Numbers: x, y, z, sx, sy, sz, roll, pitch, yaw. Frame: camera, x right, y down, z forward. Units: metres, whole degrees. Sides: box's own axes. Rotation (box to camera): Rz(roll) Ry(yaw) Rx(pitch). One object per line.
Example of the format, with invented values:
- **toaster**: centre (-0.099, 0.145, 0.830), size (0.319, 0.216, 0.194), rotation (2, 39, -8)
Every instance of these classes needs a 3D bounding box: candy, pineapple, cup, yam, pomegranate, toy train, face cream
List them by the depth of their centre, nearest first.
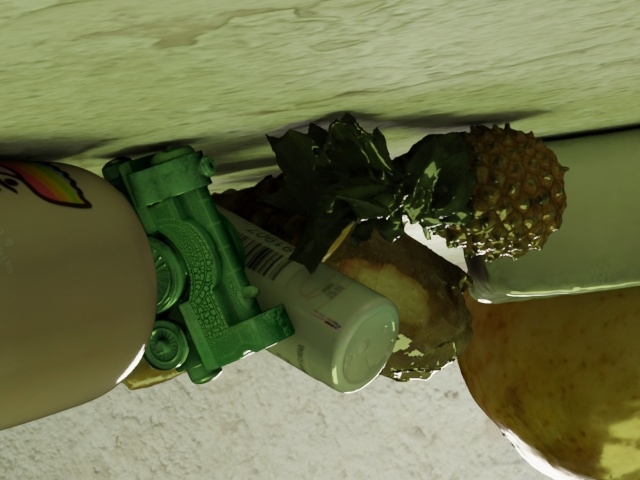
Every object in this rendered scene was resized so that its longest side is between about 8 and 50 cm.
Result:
- **cup**: centre (-0.256, 0.027, 1.334), size (0.253, 0.191, 0.200), rotation (25, -158, 36)
- **toy train**: centre (-0.099, 0.015, 1.405), size (0.105, 0.178, 0.071), rotation (-23, 180, 29)
- **pineapple**: centre (0.080, -0.037, 1.477), size (0.130, 0.119, 0.277), rotation (13, -170, 42)
- **face cream**: centre (-0.065, 0.025, 1.485), size (0.269, 0.082, 0.082), rotation (28, -163, 30)
- **yam**: centre (0.030, 0.040, 1.732), size (0.238, 0.128, 0.129), rotation (31, 176, -41)
- **candy**: centre (0.306, -0.031, 1.818), size (0.359, 0.145, 0.208), rotation (-8, 177, -6)
- **pomegranate**: centre (0.351, 0.077, 2.078), size (0.410, 0.410, 0.410), rotation (-9, 176, -1)

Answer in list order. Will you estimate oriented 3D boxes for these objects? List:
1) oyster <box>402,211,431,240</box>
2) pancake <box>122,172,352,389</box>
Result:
- **oyster**: centre (0.000, 0.000, 1.881), size (0.214, 0.083, 0.223), rotation (-7, 160, -45)
- **pancake**: centre (-0.115, 0.011, 1.617), size (0.244, 0.057, 0.266), rotation (24, -121, 41)
